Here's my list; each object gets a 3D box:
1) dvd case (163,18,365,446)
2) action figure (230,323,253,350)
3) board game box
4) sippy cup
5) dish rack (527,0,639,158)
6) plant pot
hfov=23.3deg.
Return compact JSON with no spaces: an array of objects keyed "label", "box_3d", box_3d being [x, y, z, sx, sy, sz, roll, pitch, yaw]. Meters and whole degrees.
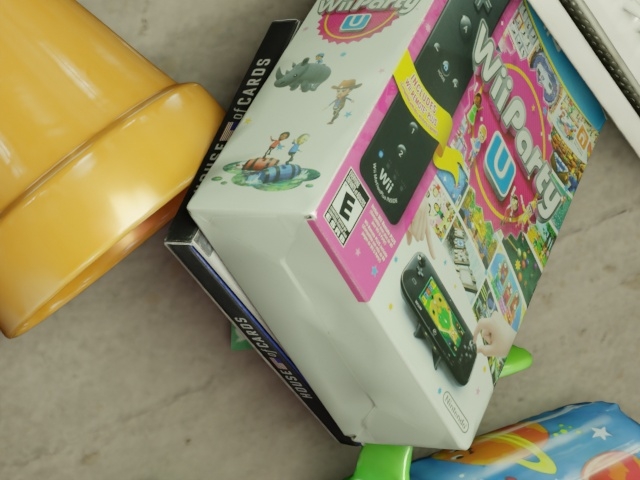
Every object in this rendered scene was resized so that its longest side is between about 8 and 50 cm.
[{"label":"dvd case","box_3d":[0.000,0.000,1.025,0.238,0.030,0.179,54,49,-43]},{"label":"action figure","box_3d":[-0.006,-0.040,1.120,0.137,0.063,0.232,-7,109,-14]},{"label":"board game box","box_3d":[0.067,-0.052,1.007,0.224,0.097,0.303,58,46,-37]},{"label":"sippy cup","box_3d":[0.151,0.235,1.138,0.224,0.240,0.305,-24,147,-23]},{"label":"dish rack","box_3d":[0.262,-0.221,1.034,0.285,0.072,0.333,-42,131,4]},{"label":"plant pot","box_3d":[-0.184,-0.071,1.019,0.205,0.205,0.188,-40,91,-3]}]
